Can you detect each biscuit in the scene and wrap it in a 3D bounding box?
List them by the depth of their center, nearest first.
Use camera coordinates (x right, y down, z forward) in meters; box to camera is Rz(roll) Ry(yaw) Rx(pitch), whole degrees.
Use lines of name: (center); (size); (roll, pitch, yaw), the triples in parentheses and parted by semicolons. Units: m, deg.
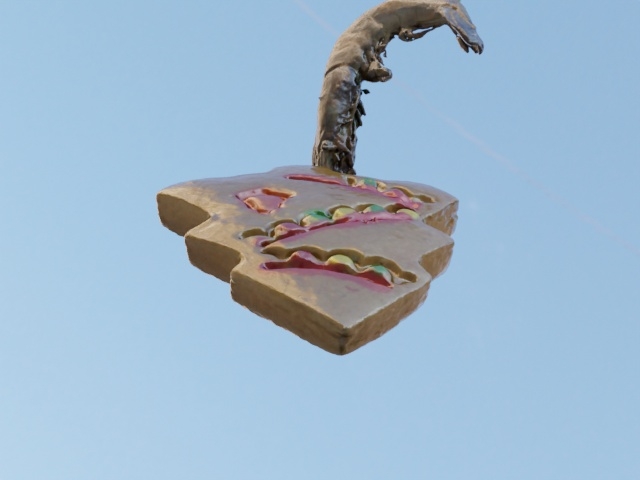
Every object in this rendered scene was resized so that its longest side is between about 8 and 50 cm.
biscuit: (0.000, 0.000, 0.826); (0.212, 0.238, 0.041); (3, -66, -9)

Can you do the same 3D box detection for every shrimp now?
shrimp: (0.058, -0.117, 0.981); (0.148, 0.195, 0.035); (-8, -33, 35)
